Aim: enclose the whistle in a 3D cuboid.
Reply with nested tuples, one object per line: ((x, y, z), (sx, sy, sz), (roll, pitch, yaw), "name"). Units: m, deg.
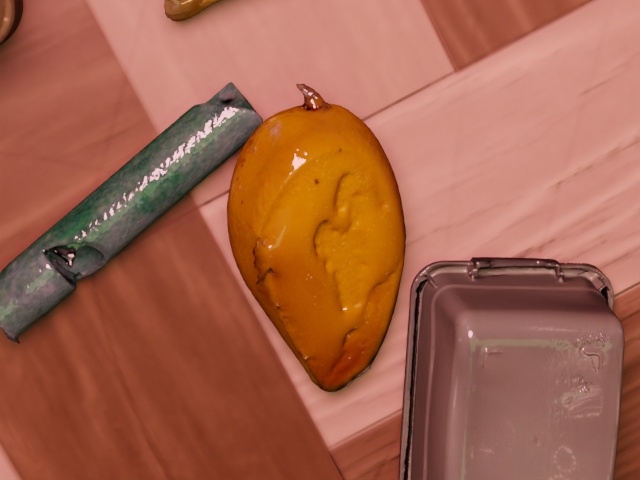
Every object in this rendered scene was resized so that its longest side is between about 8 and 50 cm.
((-0.111, -0.017, 1.019), (0.186, 0.039, 0.039), (-40, 104, 1), "whistle")

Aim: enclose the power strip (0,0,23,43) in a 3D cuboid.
((-0.324, -0.030, 0.959), (0.388, 0.092, 0.066), (-32, 102, 0), "power strip")

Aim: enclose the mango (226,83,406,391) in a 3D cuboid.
((0.000, 0.000, 1.023), (0.101, 0.066, 0.187), (-23, 120, -19), "mango")

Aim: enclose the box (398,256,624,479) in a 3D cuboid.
((0.113, 0.101, 1.047), (0.124, 0.093, 0.172), (0, 102, -7), "box")

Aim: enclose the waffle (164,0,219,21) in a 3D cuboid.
((-0.063, -0.253, 0.966), (0.261, 0.056, 0.250), (-21, 104, -1), "waffle")
